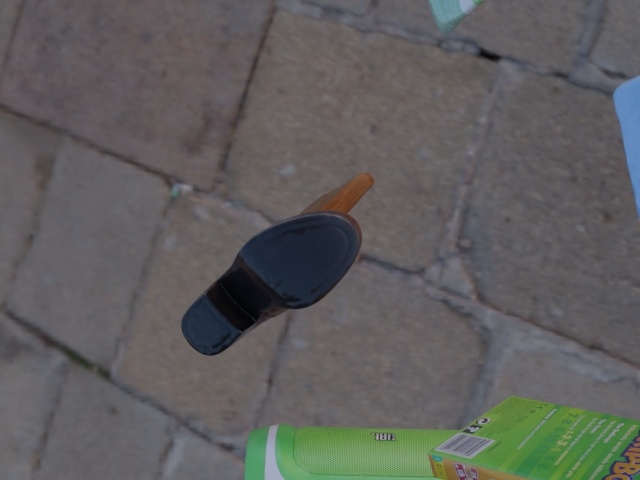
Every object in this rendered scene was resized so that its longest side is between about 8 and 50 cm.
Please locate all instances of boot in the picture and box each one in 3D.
[{"bbox_3d":[0.000,0.000,1.645,0.096,0.280,0.264,46,128,2],"label":"boot"}]

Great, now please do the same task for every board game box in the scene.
[{"bbox_3d":[0.230,0.196,1.334,0.259,0.124,0.039,2,114,51],"label":"board game box"}]

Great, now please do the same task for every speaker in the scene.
[{"bbox_3d":[0.069,0.265,1.627,0.296,0.131,0.131,1,80,3],"label":"speaker"}]

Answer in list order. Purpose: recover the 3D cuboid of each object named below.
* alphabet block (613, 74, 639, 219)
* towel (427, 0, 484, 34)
[{"bbox_3d":[0.365,-0.054,1.092,0.192,0.197,0.193,-23,74,60],"label":"alphabet block"},{"bbox_3d":[0.178,-0.405,1.592,0.325,0.038,0.248,-38,62,58],"label":"towel"}]
